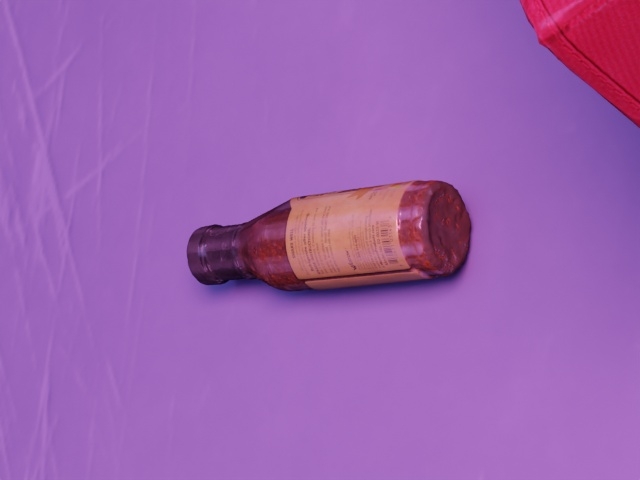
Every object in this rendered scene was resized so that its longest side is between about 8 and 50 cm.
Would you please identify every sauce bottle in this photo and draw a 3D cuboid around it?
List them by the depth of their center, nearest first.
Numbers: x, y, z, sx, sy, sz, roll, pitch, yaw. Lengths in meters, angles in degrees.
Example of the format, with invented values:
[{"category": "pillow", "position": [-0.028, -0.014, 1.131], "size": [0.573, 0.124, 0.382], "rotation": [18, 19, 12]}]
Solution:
[{"category": "sauce bottle", "position": [0.000, 0.000, 0.821], "size": [0.128, 0.042, 0.042], "rotation": [-5, 73, 35]}]

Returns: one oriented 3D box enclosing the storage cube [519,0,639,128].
[{"category": "storage cube", "position": [0.171, -0.132, 0.613], "size": [0.193, 0.215, 0.183], "rotation": [-36, 43, 23]}]
